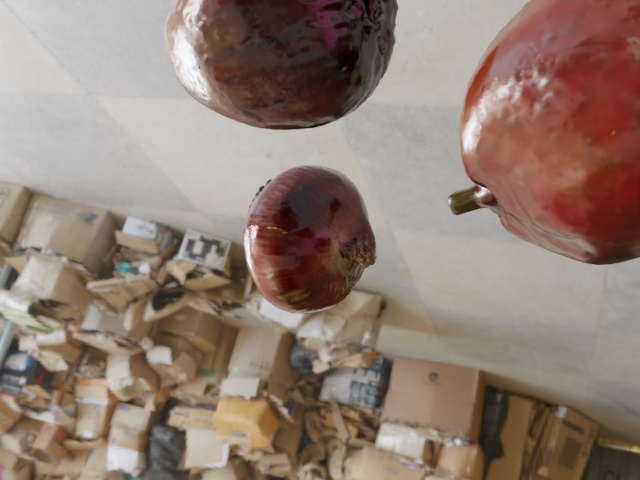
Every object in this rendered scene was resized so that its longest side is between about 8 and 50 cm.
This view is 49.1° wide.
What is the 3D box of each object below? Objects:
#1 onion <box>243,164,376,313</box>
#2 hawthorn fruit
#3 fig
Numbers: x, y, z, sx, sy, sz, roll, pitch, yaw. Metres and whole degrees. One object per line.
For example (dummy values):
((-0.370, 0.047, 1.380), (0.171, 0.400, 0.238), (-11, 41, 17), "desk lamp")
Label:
((-0.010, -0.004, 1.078), (0.161, 0.248, 0.248), (-19, 143, 39), "onion")
((0.247, -0.107, 0.617), (0.307, 0.265, 0.265), (-28, 145, 14), "hawthorn fruit")
((-0.041, -0.226, 0.746), (0.263, 0.224, 0.224), (-25, 150, 7), "fig")
